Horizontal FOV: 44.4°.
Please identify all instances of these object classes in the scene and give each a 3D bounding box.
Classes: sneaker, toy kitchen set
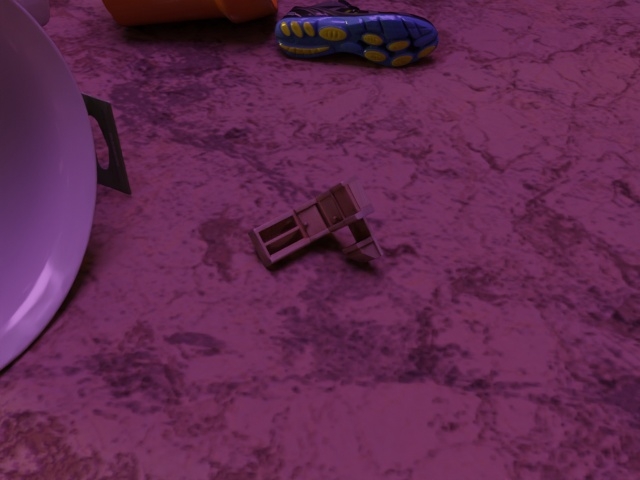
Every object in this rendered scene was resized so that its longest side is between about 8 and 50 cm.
[{"bbox_3d":[0.043,-0.248,0.905,0.188,0.067,0.078,7,49,12],"label":"sneaker"},{"bbox_3d":[0.000,0.000,0.641,0.075,0.083,0.068,-28,91,-26],"label":"toy kitchen set"}]

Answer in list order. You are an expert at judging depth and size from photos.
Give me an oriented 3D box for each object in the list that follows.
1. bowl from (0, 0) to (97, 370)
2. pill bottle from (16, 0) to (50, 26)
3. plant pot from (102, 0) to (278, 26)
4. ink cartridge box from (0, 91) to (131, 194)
[{"bbox_3d":[-0.310,-0.041,0.541,0.134,0.298,0.298,7,41,30],"label":"bowl"},{"bbox_3d":[-0.330,-0.190,0.650,0.186,0.112,0.112,-29,50,-28],"label":"pill bottle"},{"bbox_3d":[-0.171,-0.344,0.933,0.187,0.205,0.205,-16,43,5],"label":"plant pot"},{"bbox_3d":[-0.281,-0.093,0.707,0.209,0.109,0.062,19,46,19],"label":"ink cartridge box"}]
